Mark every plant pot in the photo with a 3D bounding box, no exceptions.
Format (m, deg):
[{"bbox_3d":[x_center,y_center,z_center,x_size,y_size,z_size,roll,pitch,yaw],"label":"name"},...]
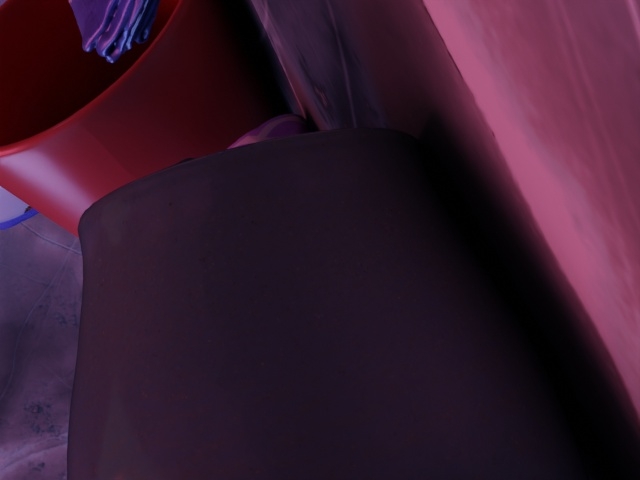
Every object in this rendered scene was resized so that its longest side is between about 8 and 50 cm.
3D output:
[{"bbox_3d":[-0.163,-0.105,1.089,0.243,0.275,0.275,53,-178,-41],"label":"plant pot"},{"bbox_3d":[-0.008,0.089,0.598,0.271,0.271,0.255,101,155,-82],"label":"plant pot"}]

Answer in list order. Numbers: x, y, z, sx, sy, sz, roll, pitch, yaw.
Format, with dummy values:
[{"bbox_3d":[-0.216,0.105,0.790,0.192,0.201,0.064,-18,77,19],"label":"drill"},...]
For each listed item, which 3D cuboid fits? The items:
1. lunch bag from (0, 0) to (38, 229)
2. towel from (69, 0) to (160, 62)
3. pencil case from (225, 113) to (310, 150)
[{"bbox_3d":[-0.364,-0.209,1.314,0.328,0.385,0.239,42,-168,-47],"label":"lunch bag"},{"bbox_3d":[-0.157,-0.293,0.654,0.336,0.040,0.243,61,149,14],"label":"towel"},{"bbox_3d":[0.000,0.000,0.944,0.206,0.086,0.088,62,-162,11],"label":"pencil case"}]
